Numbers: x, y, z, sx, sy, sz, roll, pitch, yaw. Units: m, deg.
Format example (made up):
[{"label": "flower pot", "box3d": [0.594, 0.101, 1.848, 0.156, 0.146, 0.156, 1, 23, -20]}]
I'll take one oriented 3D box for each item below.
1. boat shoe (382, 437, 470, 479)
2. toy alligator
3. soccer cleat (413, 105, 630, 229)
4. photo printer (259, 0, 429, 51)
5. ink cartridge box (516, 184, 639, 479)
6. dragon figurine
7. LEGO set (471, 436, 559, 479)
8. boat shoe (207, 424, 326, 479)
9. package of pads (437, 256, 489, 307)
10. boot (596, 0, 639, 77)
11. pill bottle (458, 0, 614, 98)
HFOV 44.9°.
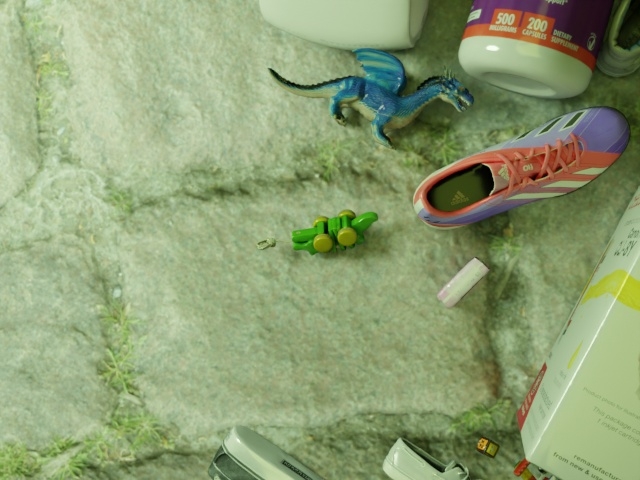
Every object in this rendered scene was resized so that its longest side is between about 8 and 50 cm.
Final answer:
[{"label": "boat shoe", "box3d": [0.183, 0.350, 1.130, 0.184, 0.066, 0.063, 27, 96, 20]}, {"label": "toy alligator", "box3d": [0.000, 0.000, 1.172, 0.189, 0.056, 0.051, -15, 127, 11]}, {"label": "soccer cleat", "box3d": [0.281, -0.099, 1.081, 0.318, 0.116, 0.109, -22, 86, 11]}, {"label": "photo printer", "box3d": [0.029, -0.408, 1.066, 0.256, 0.107, 0.307, 15, 136, 17]}, {"label": "ink cartridge box", "box3d": [0.408, 0.115, 0.974, 0.160, 0.279, 0.385, 28, 94, 12]}, {"label": "dragon figurine", "box3d": [0.078, -0.229, 1.138, 0.289, 0.085, 0.144, 27, 95, 10]}, {"label": "LEGO set", "box3d": [0.271, 0.394, 1.072, 0.182, 0.060, 0.244, 1, 89, -23]}, {"label": "boat shoe", "box3d": [-0.038, 0.402, 1.147, 0.301, 0.108, 0.102, 33, 96, 12]}, {"label": "package of pads", "box3d": [0.208, 0.061, 1.128, 0.032, 0.050, 0.083, 45, 98, 8]}, {"label": "boot", "box3d": [0.471, -0.341, 1.041, 0.095, 0.123, 0.258, 33, 96, 10]}, {"label": "pill bottle", "box3d": [0.312, -0.366, 1.044, 0.181, 0.181, 0.323, 16, 93, 11]}]
